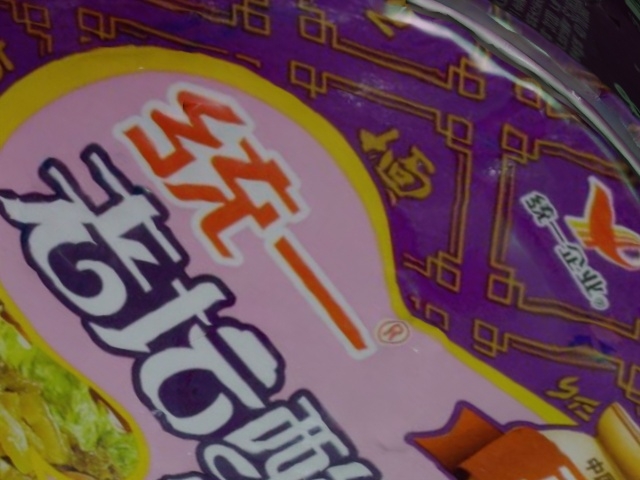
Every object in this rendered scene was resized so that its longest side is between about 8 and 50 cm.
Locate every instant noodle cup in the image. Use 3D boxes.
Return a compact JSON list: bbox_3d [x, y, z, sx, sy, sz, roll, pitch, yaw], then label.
[{"bbox_3d":[0.000,0.000,0.704,0.340,0.266,0.339,6,119,10],"label":"instant noodle cup"}]
